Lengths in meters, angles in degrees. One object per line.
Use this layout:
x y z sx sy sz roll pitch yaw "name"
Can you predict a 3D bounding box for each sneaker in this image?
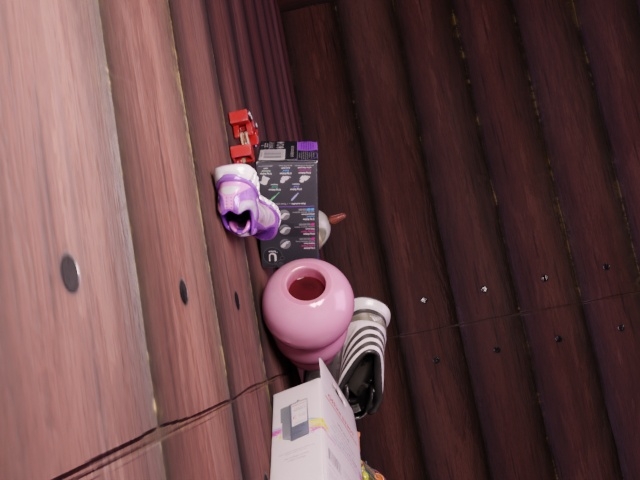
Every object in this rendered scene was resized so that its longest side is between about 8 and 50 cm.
0.046 0.375 1.697 0.257 0.169 0.447 -80 -171 -52 "sneaker"
-0.143 -0.046 1.273 0.236 0.095 0.105 61 24 -61 "sneaker"

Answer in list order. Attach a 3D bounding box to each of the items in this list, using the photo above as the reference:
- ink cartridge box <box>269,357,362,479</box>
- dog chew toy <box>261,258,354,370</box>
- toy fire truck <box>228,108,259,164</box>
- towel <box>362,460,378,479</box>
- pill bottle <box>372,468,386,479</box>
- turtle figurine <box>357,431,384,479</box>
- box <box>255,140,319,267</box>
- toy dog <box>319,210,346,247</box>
-0.006 0.434 1.358 0.353 0.119 0.207 -93 157 -60 "ink cartridge box"
-0.024 0.190 1.531 0.332 0.206 0.207 86 -3 -53 "dog chew toy"
-0.174 -0.231 1.547 0.192 0.047 0.135 57 22 -81 "toy fire truck"
0.122 0.738 1.664 0.370 0.040 0.271 -177 -75 -75 "towel"
0.124 0.798 1.998 0.323 0.181 0.182 61 19 -78 "pill bottle"
0.093 0.625 1.623 0.087 0.217 0.270 9 50 -40 "turtle figurine"
-0.075 -0.088 1.591 0.165 0.143 0.270 -91 180 -65 "box"
0.000 0.000 1.901 0.334 0.161 0.220 82 -3 -77 "toy dog"
